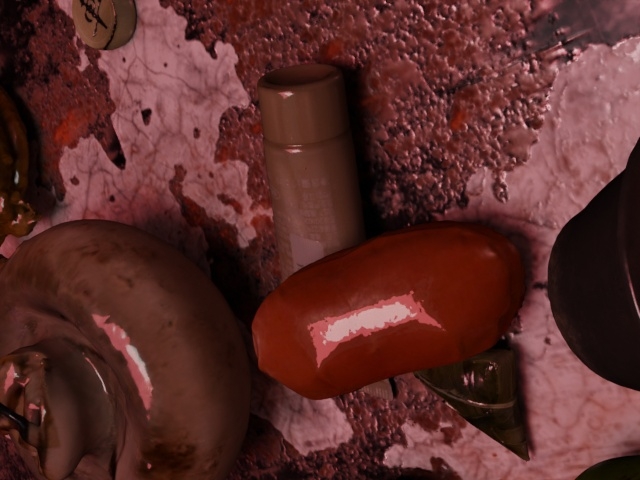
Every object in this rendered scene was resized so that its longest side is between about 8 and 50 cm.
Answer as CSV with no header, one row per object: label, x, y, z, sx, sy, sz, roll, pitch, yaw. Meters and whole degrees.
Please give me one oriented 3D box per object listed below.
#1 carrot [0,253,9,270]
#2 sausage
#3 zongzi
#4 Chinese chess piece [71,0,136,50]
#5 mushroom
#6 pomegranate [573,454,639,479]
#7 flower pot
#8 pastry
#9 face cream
carrot,-0.401,0.148,1.331,0.102,0.101,0.263,-49,48,40
sausage,0.059,0.059,0.914,0.258,0.133,0.133,-20,92,22
zongzi,0.138,0.150,0.958,0.109,0.055,0.119,5,120,42
Chinese chess piece,-0.246,-0.257,1.150,0.084,0.034,0.084,15,114,37
mushroom,-0.255,0.159,1.130,0.362,0.294,0.362,17,118,35
pomegranate,0.252,0.261,0.792,0.179,0.209,0.180,1,92,34
flower pot,0.258,0.026,0.719,0.148,0.235,0.235,-26,88,61
pastry,-0.491,-0.093,1.331,0.240,0.132,0.235,-22,79,41
face cream,0.000,0.000,1.011,0.137,0.084,0.341,12,121,36
